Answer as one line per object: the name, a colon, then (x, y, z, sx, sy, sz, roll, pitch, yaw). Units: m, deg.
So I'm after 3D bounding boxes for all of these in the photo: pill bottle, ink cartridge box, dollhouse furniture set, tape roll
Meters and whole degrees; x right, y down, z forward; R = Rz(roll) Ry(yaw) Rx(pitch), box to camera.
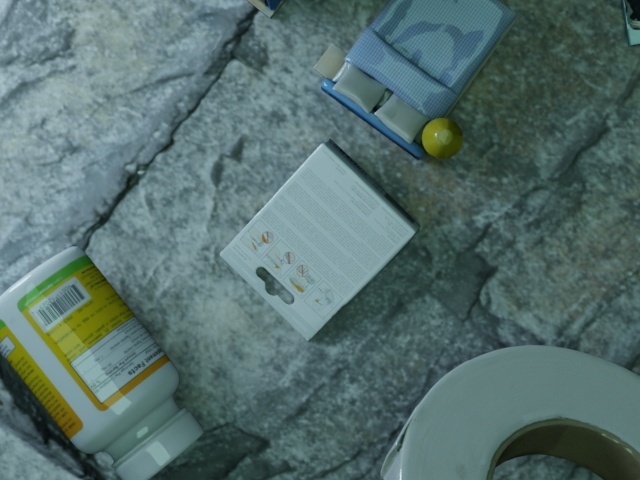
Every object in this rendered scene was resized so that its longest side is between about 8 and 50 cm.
pill bottle: (-0.239, 0.141, 1.509, 0.136, 0.136, 0.246, -38, 89, 1)
ink cartridge box: (0.000, 0.000, 1.564, 0.145, 0.045, 0.179, 44, 109, 0)
dollhouse furniture set: (0.095, -0.275, 1.476, 0.303, 0.198, 0.286, 38, 91, 1)
tape roll: (0.251, 0.285, 1.420, 0.392, 0.072, 0.392, 9, 51, -11)

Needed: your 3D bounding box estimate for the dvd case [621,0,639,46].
dvd case: (0.395, -0.267, 1.563, 0.119, 0.013, 0.087, -8, 89, -1)
